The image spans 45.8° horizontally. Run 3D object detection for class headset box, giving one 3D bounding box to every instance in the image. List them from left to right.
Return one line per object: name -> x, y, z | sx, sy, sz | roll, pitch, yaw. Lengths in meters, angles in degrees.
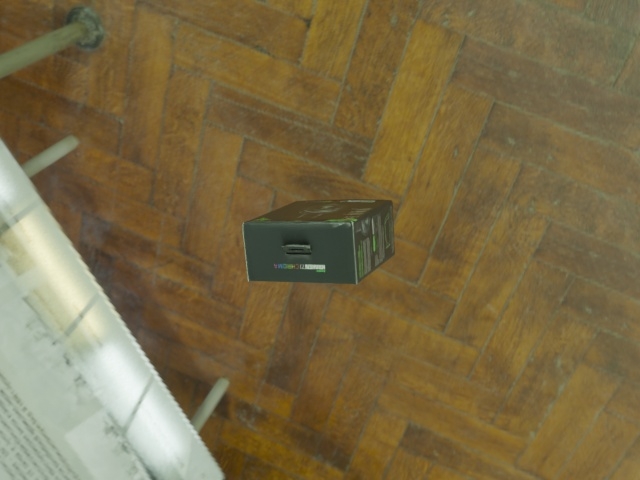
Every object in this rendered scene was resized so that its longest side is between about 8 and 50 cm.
headset box -> 0.000, 0.000, 1.609 | 0.246, 0.283, 0.131 | 1, 103, 23
